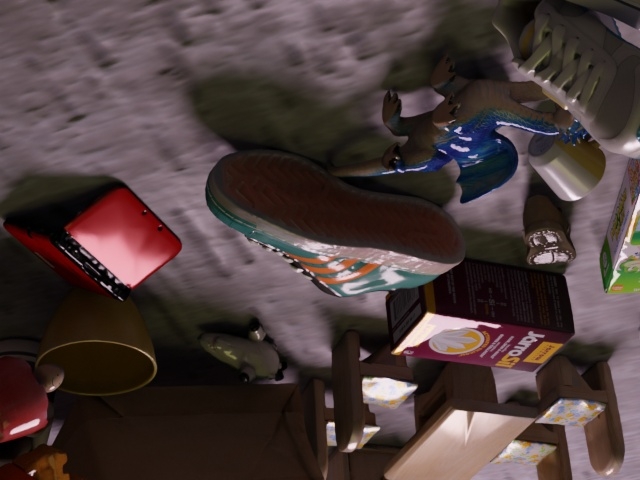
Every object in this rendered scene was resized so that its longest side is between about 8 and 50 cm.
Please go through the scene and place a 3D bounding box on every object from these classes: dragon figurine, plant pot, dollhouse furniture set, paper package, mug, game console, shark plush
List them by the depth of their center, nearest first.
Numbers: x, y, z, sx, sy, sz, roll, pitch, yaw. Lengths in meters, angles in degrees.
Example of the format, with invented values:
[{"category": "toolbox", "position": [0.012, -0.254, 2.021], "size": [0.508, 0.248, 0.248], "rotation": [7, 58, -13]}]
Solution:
[{"category": "dragon figurine", "position": [0.135, -0.094, 1.359], "size": [0.144, 0.085, 0.289], "rotation": [20, 141, -32]}, {"category": "mug", "position": [0.240, -0.088, 1.420], "size": [0.064, 0.078, 0.062], "rotation": [34, 165, -33]}, {"category": "game console", "position": [-0.241, -0.005, 1.534], "size": [0.124, 0.085, 0.144], "rotation": [15, 159, 33]}, {"category": "plant pot", "position": [-0.252, 0.104, 1.628], "size": [0.134, 0.095, 0.134], "rotation": [-3, 147, -2]}, {"category": "shark plush", "position": [-0.084, 0.138, 1.768], "size": [0.067, 0.073, 0.161], "rotation": [3, 174, 27]}, {"category": "paper package", "position": [-0.193, 0.330, 1.806], "size": [0.310, 0.168, 0.325], "rotation": [1, 143, -29]}, {"category": "dollhouse furniture set", "position": [0.148, 0.333, 1.880], "size": [0.362, 0.256, 0.394], "rotation": [8, 146, -18]}]

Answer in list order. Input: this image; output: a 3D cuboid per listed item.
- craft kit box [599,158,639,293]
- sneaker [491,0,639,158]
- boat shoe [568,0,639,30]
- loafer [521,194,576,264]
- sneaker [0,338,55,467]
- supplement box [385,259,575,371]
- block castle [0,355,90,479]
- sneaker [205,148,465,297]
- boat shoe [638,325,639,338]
[{"category": "craft kit box", "position": [0.439, -0.029, 1.523], "size": [0.250, 0.061, 0.246], "rotation": [-2, 145, -2]}, {"category": "sneaker", "position": [0.210, -0.139, 1.172], "size": [0.092, 0.228, 0.087], "rotation": [12, 116, -22]}, {"category": "boat shoe", "position": [0.276, -0.229, 1.159], "size": [0.268, 0.096, 0.088], "rotation": [17, 148, -16]}, {"category": "loafer", "position": [0.244, -0.010, 1.541], "size": [0.056, 0.050, 0.148], "rotation": [-4, 164, 8]}, {"category": "sneaker", "position": [-0.425, 0.244, 1.811], "size": [0.126, 0.127, 0.321], "rotation": [12, 146, -24]}, {"category": "supplement box", "position": [0.181, 0.085, 1.652], "size": [0.188, 0.080, 0.104], "rotation": [9, 146, -19]}, {"category": "block castle", "position": [-0.408, 0.306, 1.603], "size": [0.213, 0.303, 0.453], "rotation": [-27, 126, -41]}, {"category": "sneaker", "position": [0.000, 0.000, 1.475], "size": [0.302, 0.108, 0.121], "rotation": [17, 138, -31]}, {"category": "boat shoe", "position": [0.513, 0.144, 1.774], "size": [0.258, 0.084, 0.095], "rotation": [8, 146, -18]}]
